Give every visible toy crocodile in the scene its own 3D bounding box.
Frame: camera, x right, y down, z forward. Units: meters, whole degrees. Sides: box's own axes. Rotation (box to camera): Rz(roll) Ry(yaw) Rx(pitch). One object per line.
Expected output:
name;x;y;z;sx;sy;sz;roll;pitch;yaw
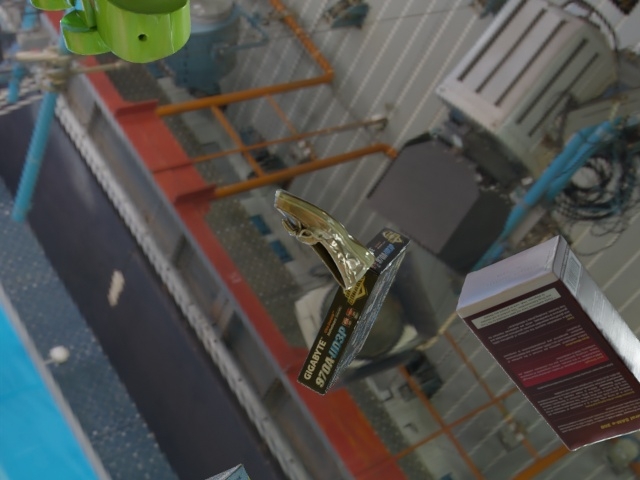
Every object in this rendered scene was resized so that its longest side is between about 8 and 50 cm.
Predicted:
toy crocodile;-0.236;-0.279;1.003;0.340;0.105;0.115;47;-30;46

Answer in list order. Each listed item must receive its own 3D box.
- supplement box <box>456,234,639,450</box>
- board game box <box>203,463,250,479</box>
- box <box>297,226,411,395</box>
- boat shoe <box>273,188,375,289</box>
supplement box;0.277;0.121;1.128;0.130;0.073;0.239;-26;-68;35
board game box;-0.078;0.341;0.768;0.144;0.142;0.275;-28;-89;28
box;0.052;0.104;1.498;0.051;0.175;0.220;28;-65;11
boat shoe;-0.001;0.000;1.050;0.056;0.153;0.048;29;-98;45
